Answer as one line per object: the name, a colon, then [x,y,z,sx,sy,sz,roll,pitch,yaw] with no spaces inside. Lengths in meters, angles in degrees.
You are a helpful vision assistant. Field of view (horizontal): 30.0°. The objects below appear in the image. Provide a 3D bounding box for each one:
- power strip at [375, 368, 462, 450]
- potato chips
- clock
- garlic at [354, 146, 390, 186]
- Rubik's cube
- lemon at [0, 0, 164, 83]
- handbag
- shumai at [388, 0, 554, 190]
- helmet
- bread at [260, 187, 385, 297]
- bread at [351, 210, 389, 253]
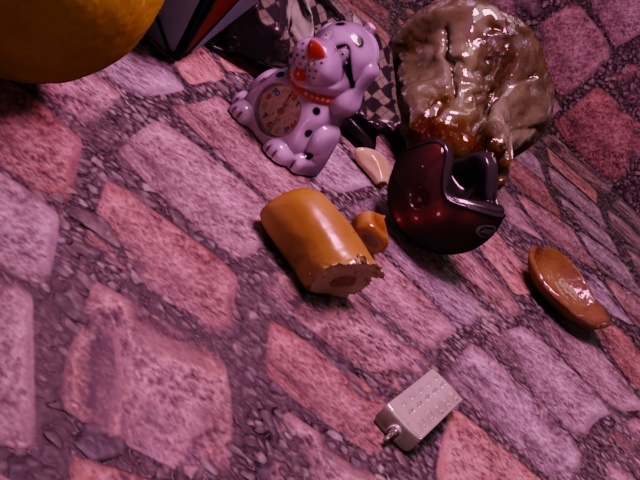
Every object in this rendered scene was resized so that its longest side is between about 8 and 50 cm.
power strip: [0.127,0.216,1.530,0.060,0.027,0.252,46,21,10]
potato chips: [0.475,0.103,2.341,0.208,0.062,0.195,40,26,-9]
clock: [-0.002,-0.250,1.921,0.189,0.254,0.189,32,27,-19]
garlic: [0.099,-0.134,2.169,0.053,0.041,0.083,-3,56,-56]
Rubik's cube: [-0.204,-0.478,1.894,0.248,0.250,0.246,45,58,0]
lemon: [-0.335,-0.343,1.401,0.348,0.348,0.348,36,21,-16]
handbag: [-0.023,-0.368,2.258,0.416,0.180,0.317,35,29,-32]
shumai: [0.292,-0.261,2.416,0.397,0.324,0.323,57,31,-28]
helmet: [0.212,-0.074,2.027,0.216,0.193,0.189,39,19,34]
bread: [0.001,-0.001,1.655,0.134,0.085,0.173,10,38,-56]
bread: [0.074,-0.020,1.878,0.062,0.049,0.103,43,18,-22]
